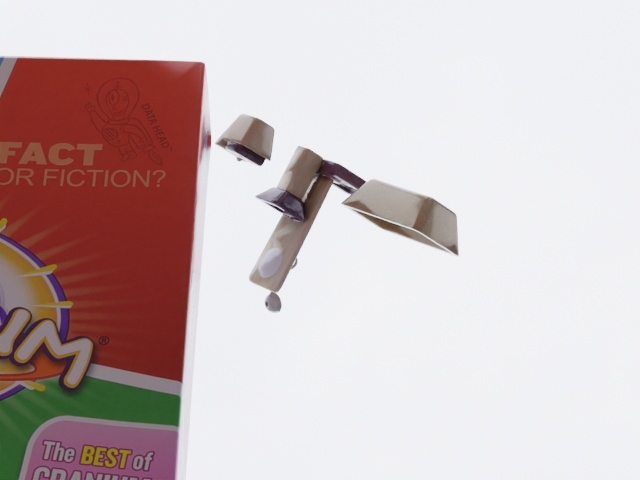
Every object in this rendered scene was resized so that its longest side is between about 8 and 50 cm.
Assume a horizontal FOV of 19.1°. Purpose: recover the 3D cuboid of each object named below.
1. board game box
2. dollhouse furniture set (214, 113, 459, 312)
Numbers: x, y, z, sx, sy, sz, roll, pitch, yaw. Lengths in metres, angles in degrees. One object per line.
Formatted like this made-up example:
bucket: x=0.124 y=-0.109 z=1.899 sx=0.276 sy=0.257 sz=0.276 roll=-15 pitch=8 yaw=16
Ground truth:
board game box: x=-0.175 y=0.059 z=0.810 sx=0.242 sy=0.064 sz=0.316 roll=1 pitch=-125 yaw=-1
dollhouse furniture set: x=0.000 y=0.000 z=0.928 sx=0.091 sy=0.114 sz=0.081 roll=31 pitch=-96 yaw=-37
